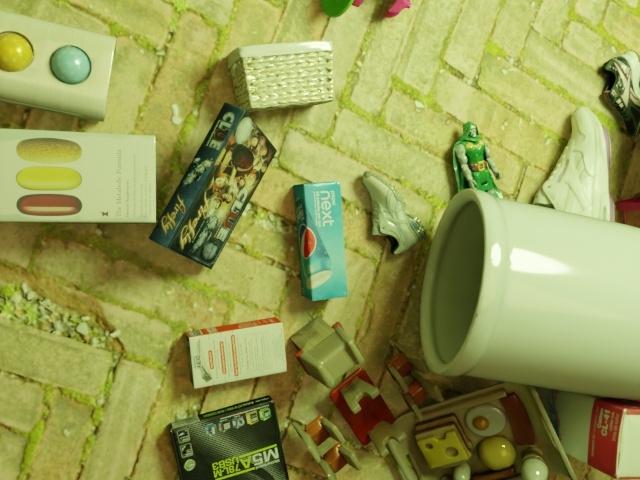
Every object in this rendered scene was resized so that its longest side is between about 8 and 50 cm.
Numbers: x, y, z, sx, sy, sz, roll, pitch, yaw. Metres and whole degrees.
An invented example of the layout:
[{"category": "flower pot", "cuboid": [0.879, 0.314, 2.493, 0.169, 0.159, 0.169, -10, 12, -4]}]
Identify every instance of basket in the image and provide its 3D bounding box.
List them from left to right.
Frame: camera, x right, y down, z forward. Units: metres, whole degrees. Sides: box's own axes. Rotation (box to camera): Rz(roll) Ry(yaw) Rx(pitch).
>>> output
[{"category": "basket", "cuboid": [-0.067, -0.280, 1.074, 0.167, 0.113, 0.103, -9, 100, -18]}]

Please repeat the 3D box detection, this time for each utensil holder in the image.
[{"category": "utensil holder", "cuboid": [0.408, 0.101, 1.099, 0.384, 0.327, 0.328, 10, 90, -5]}]

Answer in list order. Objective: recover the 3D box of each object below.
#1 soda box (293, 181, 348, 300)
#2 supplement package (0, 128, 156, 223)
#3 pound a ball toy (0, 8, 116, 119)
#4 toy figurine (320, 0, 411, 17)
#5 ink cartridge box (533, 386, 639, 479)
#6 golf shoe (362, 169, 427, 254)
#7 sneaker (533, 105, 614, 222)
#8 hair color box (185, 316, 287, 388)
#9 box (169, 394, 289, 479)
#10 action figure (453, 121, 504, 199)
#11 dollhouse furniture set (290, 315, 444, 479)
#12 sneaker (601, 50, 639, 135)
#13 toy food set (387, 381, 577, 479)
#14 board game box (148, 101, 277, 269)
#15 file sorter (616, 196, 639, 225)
[{"category": "soda box", "cuboid": [0.000, 0.000, 1.136, 0.071, 0.067, 0.210, -6, 95, -18]}, {"category": "supplement package", "cuboid": [-0.384, -0.095, 0.964, 0.243, 0.134, 0.139, -1, 93, -18]}, {"category": "pound a ball toy", "cuboid": [-0.470, -0.313, 0.922, 0.318, 0.135, 0.208, 10, 90, -20]}, {"category": "toy figurine", "cuboid": [0.095, -0.474, 1.134, 0.159, 0.130, 0.173, 2, 68, -32]}, {"category": "ink cartridge box", "cuboid": [0.555, 0.348, 1.219, 0.225, 0.306, 0.131, 5, 92, -19]}, {"category": "golf shoe", "cuboid": [0.123, -0.049, 1.177, 0.086, 0.069, 0.176, -40, 104, -6]}, {"category": "sneaker", "cuboid": [0.513, -0.135, 1.273, 0.152, 0.114, 0.306, -2, 71, 21]}, {"category": "hair color box", "cuboid": [-0.149, 0.197, 1.105, 0.167, 0.053, 0.093, -7, 97, -20]}, {"category": "box", "cuboid": [-0.160, 0.393, 1.118, 0.190, 0.045, 0.184, -11, 95, -17]}, {"category": "action figure", "cuboid": [0.314, -0.121, 1.237, 0.137, 0.063, 0.233, -20, 101, -25]}, {"category": "dollhouse furniture set", "cuboid": [0.057, 0.275, 1.161, 0.262, 0.135, 0.259, -36, 115, -13]}, {"category": "sneaker", "cuboid": [0.648, -0.310, 1.344, 0.077, 0.072, 0.179, -16, 92, -3]}, {"category": "toy food set", "cuboid": [0.302, 0.410, 1.187, 0.305, 0.092, 0.220, -24, 102, 20]}, {"category": "board game box", "cuboid": [-0.169, -0.082, 1.028, 0.042, 0.165, 0.243, 26, 84, 19]}, {"category": "file sorter", "cuboid": [0.837, -0.018, 1.347, 0.290, 0.202, 0.183, -12, 98, -18]}]
